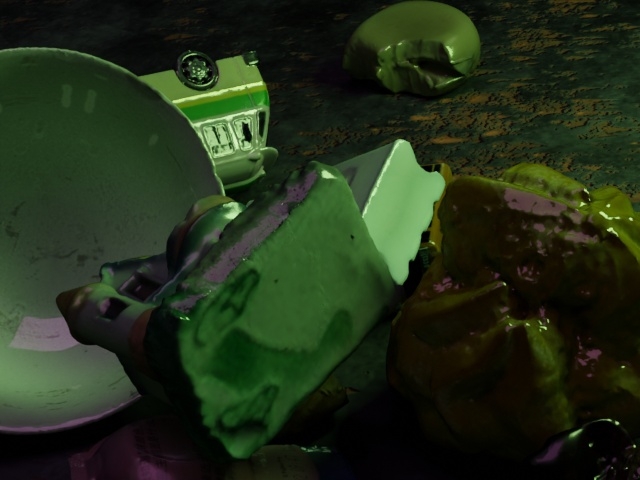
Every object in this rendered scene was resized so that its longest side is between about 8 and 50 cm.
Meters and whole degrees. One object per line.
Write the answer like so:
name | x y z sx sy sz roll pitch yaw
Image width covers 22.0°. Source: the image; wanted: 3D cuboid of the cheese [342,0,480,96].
cheese | 0.145 -0.277 2.374 0.175 0.091 0.202 -32 37 -27

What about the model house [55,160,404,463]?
model house | -0.135 0.040 1.657 0.325 0.194 0.267 17 54 46

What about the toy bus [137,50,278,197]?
toy bus | -0.203 -0.126 2.121 0.305 0.143 0.179 -16 72 -30

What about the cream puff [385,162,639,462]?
cream puff | 0.199 0.075 1.631 0.323 0.270 0.274 13 44 37

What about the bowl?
bowl | -0.321 0.009 1.893 0.434 0.435 0.196 -15 -7 -5

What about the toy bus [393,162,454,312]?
toy bus | 0.107 -0.002 1.941 0.114 0.098 0.201 -5 31 13

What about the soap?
soap | 0.000 0.000 1.829 0.265 0.087 0.160 -20 36 46

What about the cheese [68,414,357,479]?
cheese | -0.105 0.228 1.628 0.286 0.074 0.189 2 25 -18

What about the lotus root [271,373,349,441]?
lotus root | -0.054 0.142 1.743 0.159 0.095 0.135 31 64 27

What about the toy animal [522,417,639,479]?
toy animal | 0.298 0.241 1.504 0.218 0.116 0.179 28 26 25
